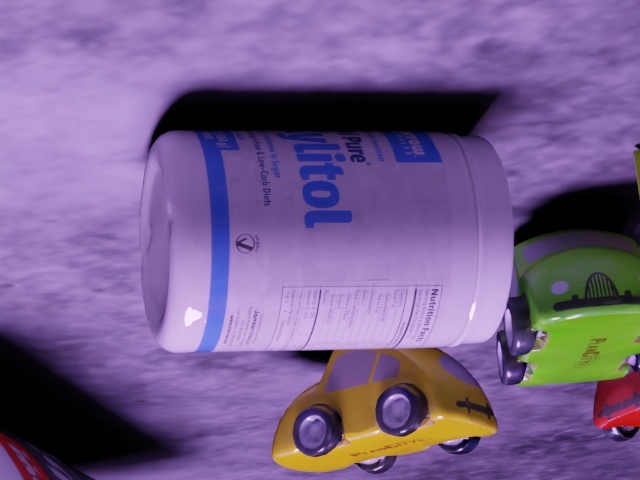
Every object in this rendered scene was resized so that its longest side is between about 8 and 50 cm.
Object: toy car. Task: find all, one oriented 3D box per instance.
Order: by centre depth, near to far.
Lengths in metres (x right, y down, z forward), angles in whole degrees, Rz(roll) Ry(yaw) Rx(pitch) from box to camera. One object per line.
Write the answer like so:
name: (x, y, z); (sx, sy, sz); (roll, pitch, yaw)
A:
toy car: (0.098, 0.041, 0.791); (0.239, 0.053, 0.225); (-5, 161, -3)

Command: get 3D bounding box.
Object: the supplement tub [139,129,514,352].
supplement tub: (0.000, 0.000, 0.616); (0.107, 0.071, 0.071); (-1, 161, -15)

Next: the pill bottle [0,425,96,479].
pill bottle: (-0.192, 0.172, 0.850); (0.210, 0.210, 0.363); (-9, 161, 10)

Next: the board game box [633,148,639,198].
board game box: (0.191, 0.000, 0.710); (0.092, 0.043, 0.181); (-15, 159, 26)
